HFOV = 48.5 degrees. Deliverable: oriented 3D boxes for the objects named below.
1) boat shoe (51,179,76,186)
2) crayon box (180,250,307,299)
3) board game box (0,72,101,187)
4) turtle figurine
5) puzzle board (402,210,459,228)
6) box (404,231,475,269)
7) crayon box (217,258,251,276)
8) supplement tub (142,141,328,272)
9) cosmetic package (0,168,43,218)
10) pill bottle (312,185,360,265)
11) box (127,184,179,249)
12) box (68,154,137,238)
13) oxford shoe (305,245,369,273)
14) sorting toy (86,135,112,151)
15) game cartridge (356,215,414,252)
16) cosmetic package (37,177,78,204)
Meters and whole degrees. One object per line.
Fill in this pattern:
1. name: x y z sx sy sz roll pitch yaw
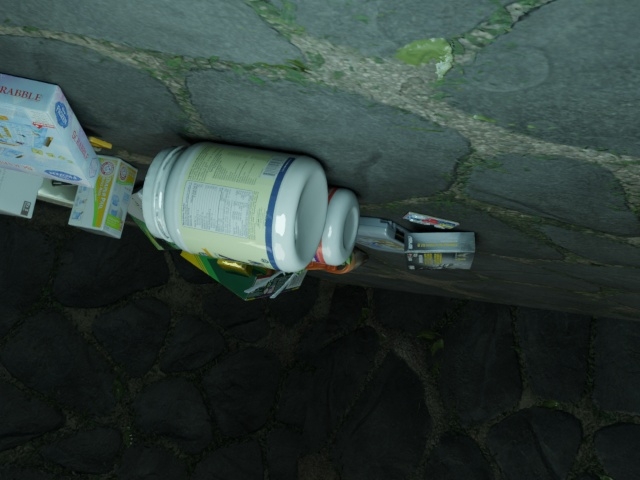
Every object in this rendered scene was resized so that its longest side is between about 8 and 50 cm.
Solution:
1. boat shoe: -0.729 -0.178 2.257 0.233 0.079 0.084 14 171 -22
2. crayon box: -0.265 0.073 2.558 0.313 0.106 0.363 33 -162 22
3. board game box: -0.637 -0.231 1.428 0.318 0.066 0.318 13 159 2
4. turtle figurine: -0.051 0.073 2.068 0.266 0.275 0.198 -1 148 16
5. puzzle board: 0.276 -0.048 1.787 0.128 0.011 0.096 13 173 -1
6. box: 0.324 0.032 1.944 0.183 0.056 0.231 0 166 8
7. crayon box: -0.218 -0.014 1.971 0.081 0.202 0.318 13 171 -1
8. supplement tub: -0.169 -0.074 1.445 0.324 0.235 0.235 10 173 18
9. cosmetic package: -0.924 -0.191 1.946 0.385 0.217 0.156 5 170 40
10. pill bottle: -0.081 -0.053 1.678 0.323 0.181 0.181 10 173 19
11. box: -0.554 -0.073 2.365 0.232 0.058 0.322 54 160 -15
12. box: -0.589 -0.122 1.934 0.103 0.203 0.114 10 171 12
13. oxford shoe: 0.011 0.044 2.545 0.363 0.130 0.132 18 -164 42
14. sorting toy: -0.617 -0.252 1.606 0.347 0.047 0.196 10 176 16
15. game cartridge: 0.176 -0.013 2.080 0.198 0.062 0.297 3 169 34
16. cosmetic package: -0.818 -0.167 2.348 0.309 0.113 0.160 15 173 -25
